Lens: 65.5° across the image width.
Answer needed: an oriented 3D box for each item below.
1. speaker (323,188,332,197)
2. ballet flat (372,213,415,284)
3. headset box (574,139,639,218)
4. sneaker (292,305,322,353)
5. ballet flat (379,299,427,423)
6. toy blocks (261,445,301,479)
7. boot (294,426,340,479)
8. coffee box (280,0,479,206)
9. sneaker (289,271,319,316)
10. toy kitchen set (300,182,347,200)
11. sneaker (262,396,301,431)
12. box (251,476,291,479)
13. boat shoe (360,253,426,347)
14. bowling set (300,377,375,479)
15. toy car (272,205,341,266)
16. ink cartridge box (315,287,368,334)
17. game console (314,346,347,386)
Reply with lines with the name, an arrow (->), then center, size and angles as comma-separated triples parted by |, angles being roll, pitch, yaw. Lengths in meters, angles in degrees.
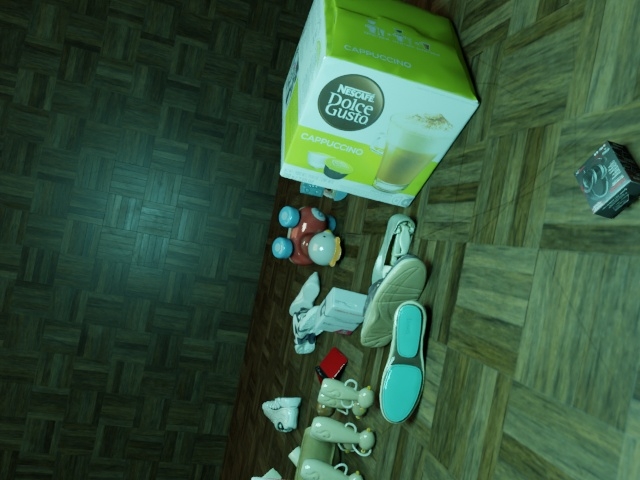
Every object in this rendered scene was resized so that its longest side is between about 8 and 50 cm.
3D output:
speaker -> 0.053, -0.227, 1.843 | 0.055, 0.055, 0.136 | -105, 31, -59
ballet flat -> 0.173, 0.043, 1.178 | 0.068, 0.072, 0.213 | -154, 75, -66
headset box -> 0.366, -0.074, 0.627 | 0.062, 0.032, 0.083 | 118, 159, -47
sneaker -> -0.046, 0.273, 1.758 | 0.153, 0.094, 0.235 | -107, 20, -44
ballet flat -> 0.176, 0.247, 1.029 | 0.086, 0.086, 0.249 | -177, 99, -75
toy blocks -> -0.114, 0.795, 1.349 | 0.260, 0.308, 0.289 | 46, 127, 19
boot -> 0.013, 0.645, 1.244 | 0.089, 0.236, 0.269 | -25, 18, 23
coffee box -> 0.111, -0.340, 1.166 | 0.334, 0.337, 0.338 | 119, 157, -48
sneaker -> -0.051, 0.209, 1.897 | 0.212, 0.080, 0.094 | -58, 13, 36
toy kitchen set -> 0.035, -0.242, 1.701 | 0.122, 0.166, 0.207 | -113, 37, -65
sneaker -> -0.150, 0.656, 1.863 | 0.292, 0.110, 0.118 | 129, 140, -61
box -> 0.000, 0.583, 0.970 | 0.154, 0.299, 0.142 | -141, 65, -72
boat shoe -> 0.152, 0.129, 1.134 | 0.092, 0.102, 0.285 | -103, 22, -47
bowling set -> 0.060, 0.443, 1.230 | 0.200, 0.154, 0.287 | -62, -15, -77
toy car -> 0.000, 0.000, 1.701 | 0.238, 0.219, 0.211 | 17, 95, 46
ink cartridge box -> 0.060, 0.201, 1.396 | 0.150, 0.109, 0.063 | 121, 159, -51
game console -> 0.043, 0.408, 1.494 | 0.144, 0.085, 0.124 | -165, 55, -75
